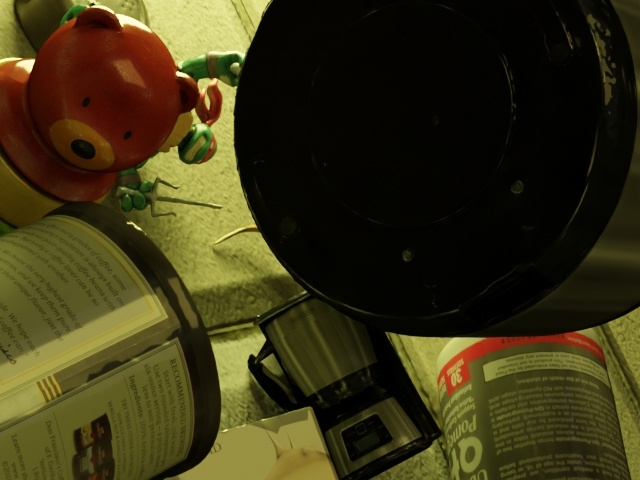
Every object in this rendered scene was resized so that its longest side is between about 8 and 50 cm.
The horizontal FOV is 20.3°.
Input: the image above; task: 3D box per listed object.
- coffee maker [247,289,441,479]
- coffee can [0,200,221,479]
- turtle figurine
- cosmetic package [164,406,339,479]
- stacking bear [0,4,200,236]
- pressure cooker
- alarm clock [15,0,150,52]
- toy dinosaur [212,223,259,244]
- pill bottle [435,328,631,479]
[{"bbox_3d":[0.035,0.127,1.659,0.171,0.120,0.178,-16,77,-58],"label":"coffee maker"},{"bbox_3d":[-0.232,0.114,1.147,0.275,0.201,0.202,-26,84,-37],"label":"coffee can"},{"bbox_3d":[-0.153,-0.111,1.614,0.234,0.118,0.175,29,86,-35],"label":"turtle figurine"},{"bbox_3d":[-0.037,0.302,1.363,0.160,0.113,0.309,-14,73,-24],"label":"cosmetic package"},{"bbox_3d":[-0.219,-0.062,1.310,0.175,0.289,0.164,44,34,-20],"label":"stacking bear"},{"bbox_3d":[0.162,-0.093,1.599,0.370,0.375,0.420,54,22,21],"label":"pressure cooker"},{"bbox_3d":[-0.204,-0.200,1.670,0.192,0.064,0.129,46,34,-25],"label":"alarm clock"},{"bbox_3d":[0.000,0.000,1.754,0.211,0.064,0.112,16,4,-8],"label":"toy dinosaur"},{"bbox_3d":[0.218,0.244,1.755,0.176,0.176,0.319,28,43,-39],"label":"pill bottle"}]
